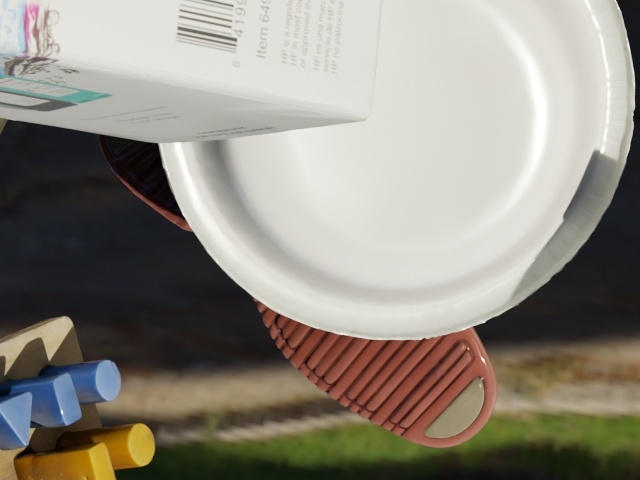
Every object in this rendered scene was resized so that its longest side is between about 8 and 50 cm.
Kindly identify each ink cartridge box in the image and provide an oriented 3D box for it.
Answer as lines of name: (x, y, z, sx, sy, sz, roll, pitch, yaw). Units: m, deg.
ink cartridge box: (-0.132, -0.161, 0.835, 0.270, 0.198, 0.197, 9, 174, -32)

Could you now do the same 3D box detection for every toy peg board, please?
toy peg board: (-0.122, 0.128, 0.900, 0.079, 0.161, 0.161, -10, -172, 31)

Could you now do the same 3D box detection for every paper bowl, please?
paper bowl: (0.044, -0.081, 1.156, 0.284, 0.284, 0.148, 12, -169, -4)

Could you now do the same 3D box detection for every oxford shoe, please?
oxford shoe: (0.000, 0.000, 1.389, 0.348, 0.123, 0.130, 47, -166, 7)

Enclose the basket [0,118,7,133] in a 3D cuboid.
basket: (-0.333, -0.036, 1.358, 0.204, 0.227, 0.154, 12, -151, -18)
